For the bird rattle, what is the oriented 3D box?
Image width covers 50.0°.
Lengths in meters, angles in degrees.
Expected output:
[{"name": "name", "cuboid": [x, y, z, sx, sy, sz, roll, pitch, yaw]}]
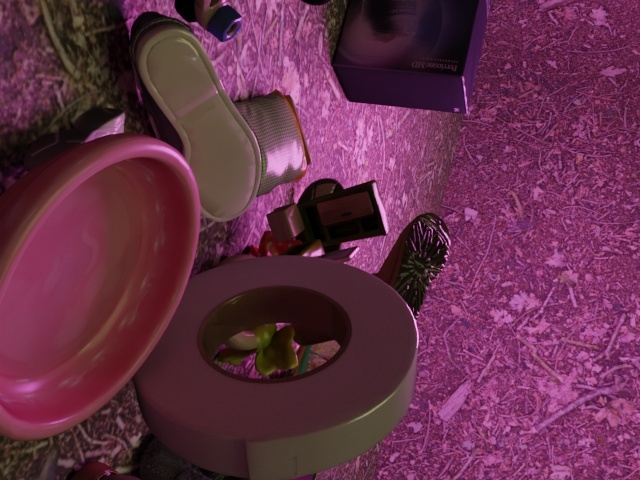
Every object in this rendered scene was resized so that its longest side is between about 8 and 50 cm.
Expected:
[{"name": "bird rattle", "cuboid": [-0.111, 0.101, 1.185, 0.207, 0.143, 0.253, 21, 76, -54]}]

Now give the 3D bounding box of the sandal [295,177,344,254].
[{"name": "sandal", "cuboid": [-0.001, 0.001, 1.500, 0.086, 0.120, 0.303, -103, -168, -59]}]

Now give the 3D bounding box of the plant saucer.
[{"name": "plant saucer", "cuboid": [-0.252, 0.040, 0.719, 0.332, 0.084, 0.332, -56, 159, -34]}]

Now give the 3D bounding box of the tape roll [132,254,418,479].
[{"name": "tape roll", "cuboid": [-0.061, 0.150, 0.935, 0.392, 0.392, 0.072, -53, 148, -53]}]

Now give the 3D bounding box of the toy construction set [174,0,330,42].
[{"name": "toy construction set", "cuboid": [-0.122, -0.376, 0.695, 0.309, 0.257, 0.237, 66, 19, 0]}]

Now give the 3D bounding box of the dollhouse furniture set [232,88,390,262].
[{"name": "dollhouse furniture set", "cuboid": [-0.016, -0.116, 1.152, 0.197, 0.151, 0.301, -41, 115, -63]}]

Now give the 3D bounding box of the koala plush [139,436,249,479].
[{"name": "koala plush", "cuboid": [-0.185, 0.394, 1.081, 0.221, 0.203, 0.196, 110, -4, -51]}]

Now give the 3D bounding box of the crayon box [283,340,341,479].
[{"name": "crayon box", "cuboid": [-0.053, 0.383, 1.335, 0.313, 0.106, 0.363, 115, -4, -60]}]

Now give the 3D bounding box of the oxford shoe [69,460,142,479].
[{"name": "oxford shoe", "cuboid": [-0.293, 0.442, 0.798, 0.123, 0.130, 0.348, 68, 37, -57]}]

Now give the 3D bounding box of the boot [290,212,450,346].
[{"name": "boot", "cuboid": [0.077, 0.070, 1.196, 0.089, 0.269, 0.236, 44, 58, -20]}]

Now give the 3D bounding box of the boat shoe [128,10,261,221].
[{"name": "boat shoe", "cuboid": [-0.165, -0.157, 0.910, 0.116, 0.099, 0.319, -30, 139, -10]}]

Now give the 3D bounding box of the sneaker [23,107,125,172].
[{"name": "sneaker", "cuboid": [-0.260, -0.096, 0.752, 0.152, 0.053, 0.061, -53, 150, -55]}]

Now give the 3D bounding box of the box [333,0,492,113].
[{"name": "box", "cuboid": [0.217, -0.471, 1.570, 0.183, 0.296, 0.294, 47, 55, -68]}]
